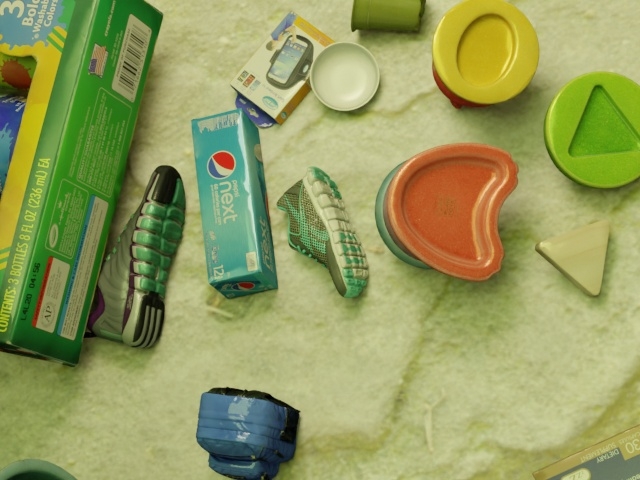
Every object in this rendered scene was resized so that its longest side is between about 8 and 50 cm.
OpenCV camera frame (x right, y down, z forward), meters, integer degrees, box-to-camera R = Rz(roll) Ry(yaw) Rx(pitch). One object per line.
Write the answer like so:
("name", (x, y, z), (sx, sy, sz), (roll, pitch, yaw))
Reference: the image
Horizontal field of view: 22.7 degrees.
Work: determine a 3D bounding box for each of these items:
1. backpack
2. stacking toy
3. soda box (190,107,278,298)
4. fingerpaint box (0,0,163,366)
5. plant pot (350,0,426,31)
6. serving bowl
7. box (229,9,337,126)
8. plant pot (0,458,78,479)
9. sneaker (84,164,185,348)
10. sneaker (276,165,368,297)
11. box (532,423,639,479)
("backpack", (-0.082, 0.214, 1.768), (0.098, 0.120, 0.101), (0, 73, 16))
("stacking toy", (0.216, -0.088, 1.810), (0.279, 0.130, 0.309), (21, 82, -4))
("soda box", (-0.101, -0.044, 1.884), (0.067, 0.071, 0.210), (-12, 70, 13))
("fingerpaint box", (-0.429, -0.107, 1.902), (0.371, 0.163, 0.445), (10, 80, 24))
("plant pot", (0.084, -0.283, 1.907), (0.079, 0.083, 0.083), (12, 76, 7))
("serving bowl", (0.029, -0.195, 1.910), (0.083, 0.027, 0.083), (0, 87, 0))
("box", (-0.047, -0.205, 1.943), (0.081, 0.028, 0.136), (38, 85, 23))
("plant pot", (-0.415, 0.441, 1.704), (0.334, 0.341, 0.341), (-18, 68, 19))
("sneaker", (-0.229, 0.014, 1.902), (0.098, 0.083, 0.224), (5, 75, 24))
("sneaker", (0.000, 0.000, 1.854), (0.076, 0.065, 0.166), (-32, 62, 23))
("box", (0.328, 0.317, 1.656), (0.136, 0.036, 0.225), (-26, 68, 8))
